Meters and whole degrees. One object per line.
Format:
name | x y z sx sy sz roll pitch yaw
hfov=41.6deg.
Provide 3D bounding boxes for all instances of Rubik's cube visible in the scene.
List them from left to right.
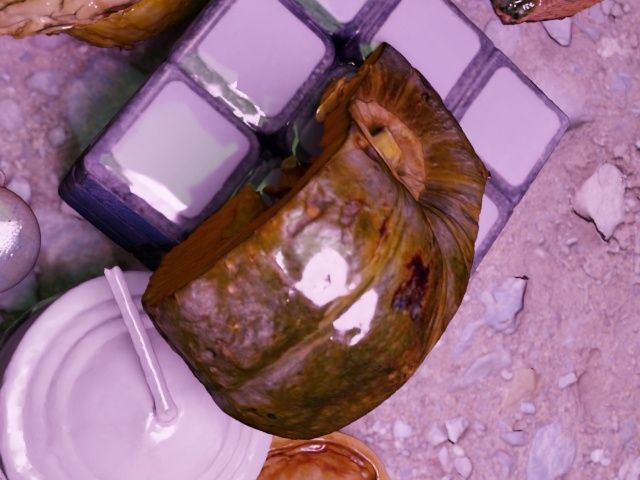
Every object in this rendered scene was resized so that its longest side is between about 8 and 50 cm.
Rubik's cube | -0.024 -0.073 0.771 0.301 0.305 0.304 41 74 -15

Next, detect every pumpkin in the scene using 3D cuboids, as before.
pumpkin | 0.001 0.001 0.579 0.139 0.190 0.280 46 31 -13

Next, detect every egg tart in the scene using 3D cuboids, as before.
egg tart | -0.178 -0.266 0.772 0.295 0.295 0.116 -46 136 -16

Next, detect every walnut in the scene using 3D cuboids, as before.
walnut | -0.033 0.279 0.871 0.211 0.087 0.167 -7 84 -23

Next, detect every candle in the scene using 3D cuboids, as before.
candle | -0.164 0.139 0.696 0.221 0.342 0.221 3 82 -23

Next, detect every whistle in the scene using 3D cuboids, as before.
whistle | -0.325 0.039 0.784 0.107 0.057 0.220 12 88 -21

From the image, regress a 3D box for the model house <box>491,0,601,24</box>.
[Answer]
model house | 0.287 -0.362 0.974 0.166 0.172 0.183 -12 93 -23
